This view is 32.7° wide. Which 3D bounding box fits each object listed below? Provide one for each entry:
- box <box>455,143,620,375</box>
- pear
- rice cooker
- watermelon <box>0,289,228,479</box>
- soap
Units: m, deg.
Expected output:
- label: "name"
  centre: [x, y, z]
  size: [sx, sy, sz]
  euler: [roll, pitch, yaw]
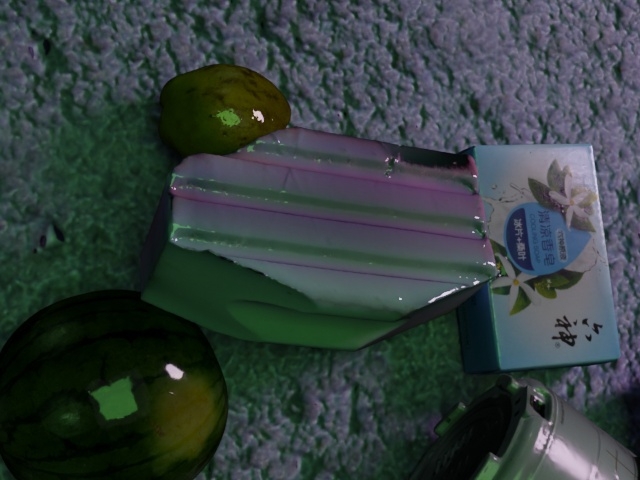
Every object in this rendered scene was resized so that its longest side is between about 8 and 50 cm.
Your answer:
- label: "box"
  centre: [0.217, 0.018, 1.137]
  size: [0.142, 0.083, 0.232]
  euler: [-2, 80, -20]
- label: "pear"
  centre: [-0.091, -0.116, 1.052]
  size: [0.131, 0.107, 0.107]
  euler: [11, 78, -7]
- label: "rice cooker"
  centre: [0.201, 0.270, 1.008]
  size: [0.227, 0.241, 0.280]
  euler: [38, 112, -5]
- label: "watermelon"
  centre: [-0.191, 0.139, 0.965]
  size: [0.232, 0.127, 0.204]
  euler: [-4, 76, -17]
- label: "soap"
  centre: [0.000, 0.000, 1.017]
  size: [0.324, 0.109, 0.193]
  euler: [8, 56, -23]
